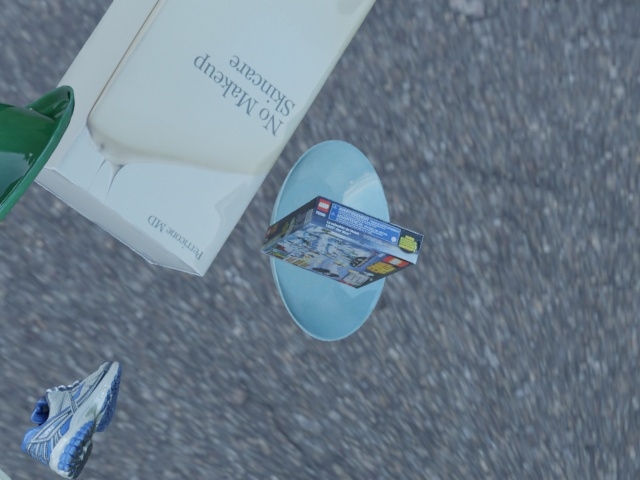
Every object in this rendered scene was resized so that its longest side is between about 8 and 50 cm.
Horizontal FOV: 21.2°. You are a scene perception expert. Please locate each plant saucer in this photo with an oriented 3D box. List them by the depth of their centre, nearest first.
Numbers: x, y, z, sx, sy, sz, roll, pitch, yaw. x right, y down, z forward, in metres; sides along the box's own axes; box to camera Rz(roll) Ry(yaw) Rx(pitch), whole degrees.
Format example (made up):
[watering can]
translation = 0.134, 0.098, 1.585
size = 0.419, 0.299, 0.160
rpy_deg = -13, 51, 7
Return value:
[plant saucer]
translation = 0.000, 0.000, 1.658
size = 0.037, 0.195, 0.195
rpy_deg = 1, 73, 36

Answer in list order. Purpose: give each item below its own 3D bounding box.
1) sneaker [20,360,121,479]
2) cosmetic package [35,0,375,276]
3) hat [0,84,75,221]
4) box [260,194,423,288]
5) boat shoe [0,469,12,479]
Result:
[sneaker]
translation = -0.201, 0.134, 1.385
size = 0.058, 0.135, 0.052
rpy_deg = 17, 120, 6
[cosmetic package]
translation = -0.092, -0.144, 1.377
size = 0.113, 0.160, 0.309
rpy_deg = 10, 67, 59
[hat]
translation = -0.255, -0.058, 0.840
size = 0.183, 0.173, 0.208
rpy_deg = 44, 72, -19
[box]
translation = 0.016, 0.003, 1.400
size = 0.094, 0.137, 0.027
rpy_deg = 21, 74, -15
[boat shoe]
translation = -0.269, 0.448, 1.655
size = 0.156, 0.500, 0.187
rpy_deg = -35, 25, -24
